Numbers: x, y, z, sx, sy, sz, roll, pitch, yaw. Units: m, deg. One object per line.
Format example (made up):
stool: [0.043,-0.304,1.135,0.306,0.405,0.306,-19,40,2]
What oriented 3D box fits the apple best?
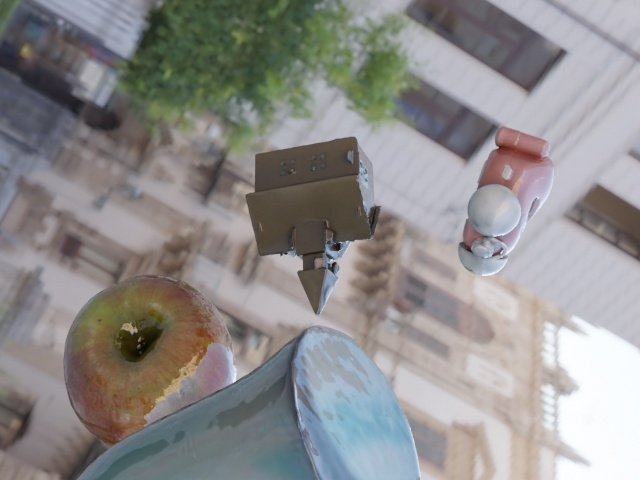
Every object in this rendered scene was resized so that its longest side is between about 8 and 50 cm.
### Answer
apple: [-0.266,0.210,2.108,0.250,0.277,0.309,78,9,-47]

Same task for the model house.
model house: [0.000,0.000,1.967,0.176,0.180,0.248,45,41,-60]

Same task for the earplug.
earplug: [-0.097,0.217,1.109,0.324,0.185,0.185,-27,-153,24]

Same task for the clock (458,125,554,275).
clock: [0.243,-0.043,1.736,0.166,0.092,0.162,94,20,-59]
